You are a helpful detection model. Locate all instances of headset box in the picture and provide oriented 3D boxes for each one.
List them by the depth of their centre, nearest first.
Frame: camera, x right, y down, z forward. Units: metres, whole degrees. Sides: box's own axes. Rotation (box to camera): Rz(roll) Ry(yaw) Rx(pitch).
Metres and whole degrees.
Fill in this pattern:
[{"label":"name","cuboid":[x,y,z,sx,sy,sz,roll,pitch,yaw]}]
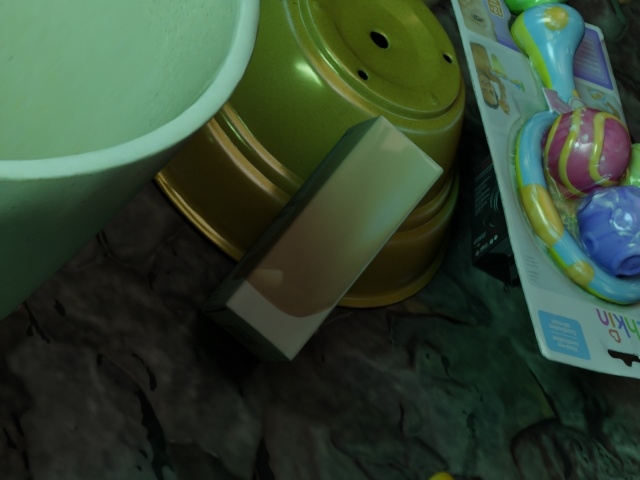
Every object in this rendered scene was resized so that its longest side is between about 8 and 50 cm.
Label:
[{"label":"headset box","cuboid":[0.113,-0.026,1.071,0.032,0.062,0.083,28,42,-24]}]

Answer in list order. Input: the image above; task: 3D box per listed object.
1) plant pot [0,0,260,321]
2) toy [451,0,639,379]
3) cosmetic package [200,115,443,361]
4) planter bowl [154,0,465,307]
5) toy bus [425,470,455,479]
[{"label":"plant pot","cuboid":[-0.196,-0.030,0.597,0.256,0.274,0.256,23,40,-20]},{"label":"toy","cuboid":[0.146,-0.043,1.016,0.137,0.056,0.237,15,49,-41]},{"label":"cosmetic package","cuboid":[0.000,0.000,0.896,0.041,0.060,0.115,41,76,-9]},{"label":"planter bowl","cuboid":[0.008,-0.079,0.996,0.217,0.090,0.217,26,43,-26]},{"label":"toy bus","cuboid":[0.096,0.264,0.760,0.332,0.108,0.130,51,36,7]}]
